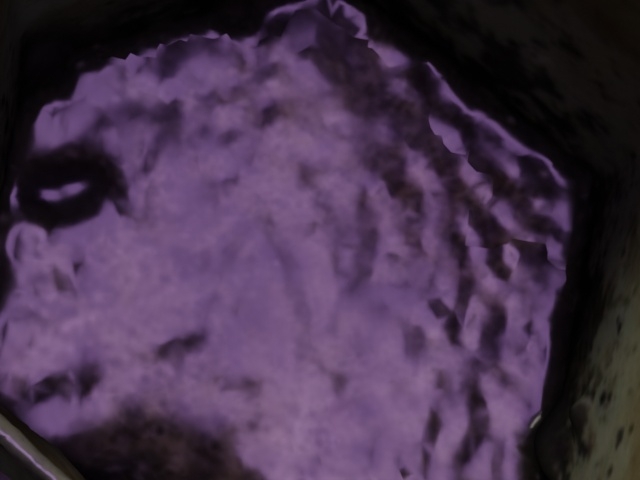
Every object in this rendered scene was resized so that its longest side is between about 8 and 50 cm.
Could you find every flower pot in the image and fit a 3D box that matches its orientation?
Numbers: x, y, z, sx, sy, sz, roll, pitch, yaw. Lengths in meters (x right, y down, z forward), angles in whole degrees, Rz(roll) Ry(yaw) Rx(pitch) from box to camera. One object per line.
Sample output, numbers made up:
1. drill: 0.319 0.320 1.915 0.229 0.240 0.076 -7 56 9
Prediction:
1. flower pot: 0.000 0.000 0.549 0.239 0.189 0.209 40 77 1
